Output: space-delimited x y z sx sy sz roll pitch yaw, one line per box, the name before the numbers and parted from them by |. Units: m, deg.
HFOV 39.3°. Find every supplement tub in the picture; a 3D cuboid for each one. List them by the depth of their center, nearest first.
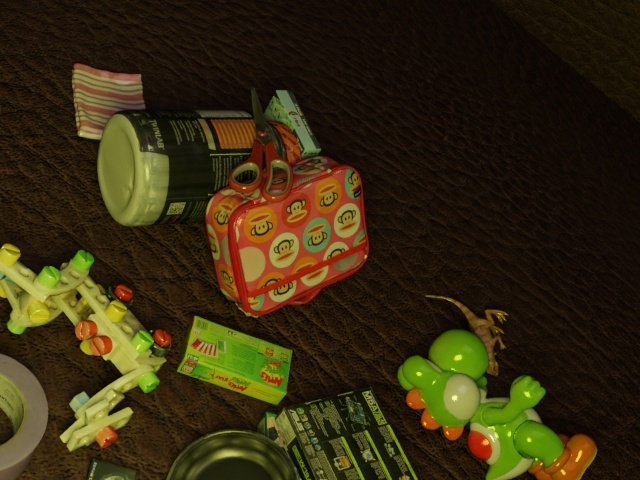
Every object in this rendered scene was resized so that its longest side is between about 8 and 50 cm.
supplement tub | -0.217 -0.137 1.649 0.338 0.207 0.207 -5 56 -36

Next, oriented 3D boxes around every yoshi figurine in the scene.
yoshi figurine | 0.323 0.287 1.640 0.362 0.203 0.203 33 27 0

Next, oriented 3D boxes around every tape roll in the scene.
tape roll | -0.478 0.249 1.233 0.189 0.080 0.189 18 45 -19

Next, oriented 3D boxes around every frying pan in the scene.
frying pan | -0.076 0.404 1.308 0.326 0.053 0.197 29 56 17

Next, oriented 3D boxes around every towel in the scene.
towel | -0.414 -0.268 1.774 0.144 0.029 0.197 6 50 -28

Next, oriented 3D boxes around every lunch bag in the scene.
lunch bag | -0.054 0.004 1.616 0.293 0.258 0.120 -24 32 -29

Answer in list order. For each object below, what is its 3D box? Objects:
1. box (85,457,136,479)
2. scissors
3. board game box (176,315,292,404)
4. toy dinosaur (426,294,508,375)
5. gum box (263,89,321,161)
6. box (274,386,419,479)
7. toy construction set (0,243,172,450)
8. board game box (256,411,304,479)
box | -0.307 0.361 1.285 0.067 0.018 0.083 22 44 -14
scissors | -0.092 -0.173 1.581 0.109 0.021 0.297 7 44 -1
board game box | -0.143 0.203 1.513 0.181 0.043 0.092 21 45 -14
toy dinosaur | 0.321 0.170 1.822 0.112 0.064 0.211 -12 60 -37
gum box | -0.081 -0.179 1.789 0.041 0.184 0.157 -3 55 -35
box | 0.045 0.340 1.442 0.184 0.045 0.190 -5 55 -38
toy construction set | -0.354 0.147 1.350 0.327 0.151 0.215 60 23 14
board game box | 0.008 0.434 1.400 0.214 0.046 0.317 16 46 -21
